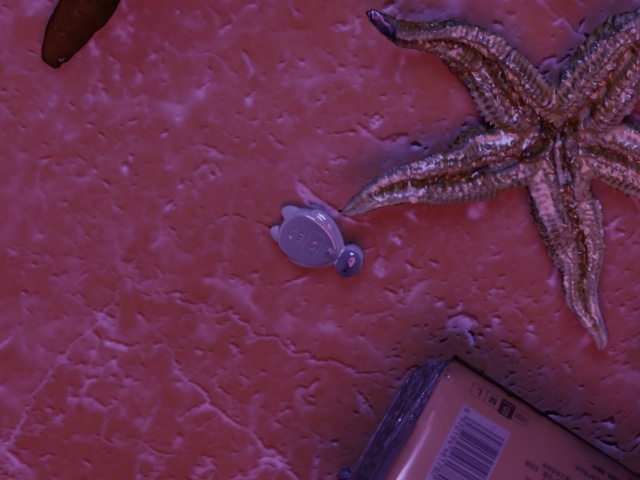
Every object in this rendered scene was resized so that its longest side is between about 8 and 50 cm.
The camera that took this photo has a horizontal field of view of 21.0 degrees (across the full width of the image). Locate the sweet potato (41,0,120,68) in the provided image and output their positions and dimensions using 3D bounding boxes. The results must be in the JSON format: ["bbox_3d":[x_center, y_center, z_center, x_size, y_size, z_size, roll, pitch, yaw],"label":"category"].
[{"bbox_3d":[-0.133,-0.222,1.316,0.075,0.074,0.269,36,114,-18],"label":"sweet potato"}]

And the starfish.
[{"bbox_3d":[0.185,-0.064,1.401,0.347,0.078,0.357,-5,125,2],"label":"starfish"}]

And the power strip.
[{"bbox_3d":[0.000,0.000,1.465,0.083,0.035,0.055,30,115,-1],"label":"power strip"}]

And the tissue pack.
[{"bbox_3d":[0.160,0.276,1.502,0.306,0.238,0.238,32,114,-5],"label":"tissue pack"}]
